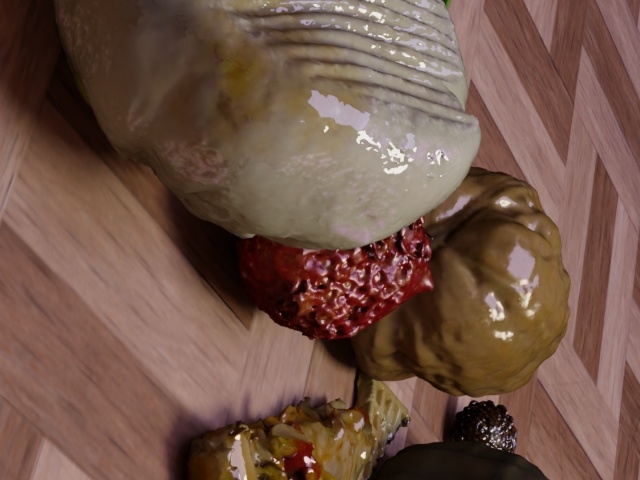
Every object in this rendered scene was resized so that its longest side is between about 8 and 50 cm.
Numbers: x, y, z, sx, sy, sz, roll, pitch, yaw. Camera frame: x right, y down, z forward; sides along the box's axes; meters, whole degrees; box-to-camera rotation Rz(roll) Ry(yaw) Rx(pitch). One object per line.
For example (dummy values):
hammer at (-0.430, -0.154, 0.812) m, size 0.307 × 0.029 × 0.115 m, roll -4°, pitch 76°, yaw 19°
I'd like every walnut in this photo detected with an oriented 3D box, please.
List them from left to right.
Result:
walnut at (0.130, 0.044, 1.588) m, size 0.257 × 0.224 × 0.257 m, roll -39°, pitch 153°, yaw -24°

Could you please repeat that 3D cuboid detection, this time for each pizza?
pizza at (-0.015, 0.262, 1.423) m, size 0.287 × 0.074 × 0.251 m, roll -11°, pitch 98°, yaw -62°

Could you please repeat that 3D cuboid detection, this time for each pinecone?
pinecone at (0.179, 0.219, 1.821) m, size 0.083 × 0.077 × 0.077 m, roll 92°, pitch 8°, yaw -61°

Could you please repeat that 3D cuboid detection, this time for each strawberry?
strawberry at (0.000, 0.000, 1.395) m, size 0.184 × 0.187 × 0.201 m, roll 50°, pitch 27°, yaw 6°

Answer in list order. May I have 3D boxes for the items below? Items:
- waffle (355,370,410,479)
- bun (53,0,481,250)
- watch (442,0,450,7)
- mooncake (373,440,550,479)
waffle at (0.052, 0.213, 1.616) m, size 0.097 × 0.023 × 0.153 m, roll 53°, pitch 39°, yaw -45°
bun at (-0.058, -0.148, 1.238) m, size 0.365 × 0.219 × 0.365 m, roll 32°, pitch 37°, yaw -27°
watch at (0.055, -0.277, 1.575) m, size 0.131 × 0.152 × 0.165 m, roll -59°, pitch 138°, yaw -46°
mooncake at (0.143, 0.341, 1.609) m, size 0.290 × 0.161 × 0.290 m, roll 0°, pitch 90°, yaw -67°
